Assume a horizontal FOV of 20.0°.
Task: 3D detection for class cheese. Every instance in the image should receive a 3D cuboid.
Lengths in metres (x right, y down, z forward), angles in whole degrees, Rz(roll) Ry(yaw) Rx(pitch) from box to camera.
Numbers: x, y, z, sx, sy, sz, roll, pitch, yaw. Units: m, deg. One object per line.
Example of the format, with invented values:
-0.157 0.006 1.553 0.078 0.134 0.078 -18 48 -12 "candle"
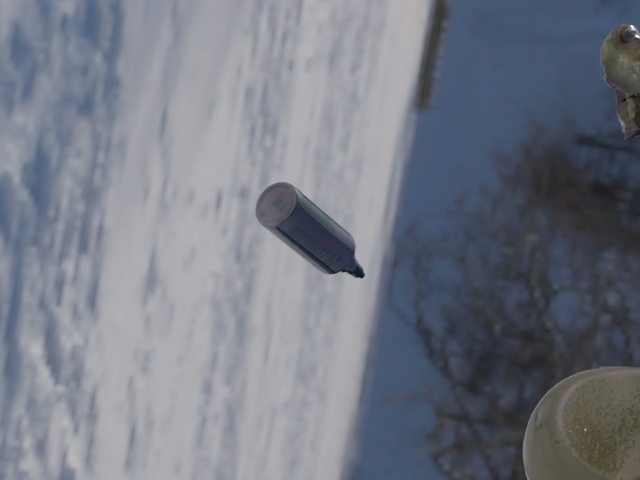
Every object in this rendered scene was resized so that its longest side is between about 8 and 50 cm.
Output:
0.281 0.213 1.740 0.202 0.175 0.091 -73 162 -50 "cheese"

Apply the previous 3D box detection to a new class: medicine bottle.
0.000 0.000 2.055 0.199 0.057 0.058 39 55 -49 "medicine bottle"

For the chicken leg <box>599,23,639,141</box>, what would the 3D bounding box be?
0.354 -0.084 1.695 0.361 0.140 0.211 -2 87 -53 "chicken leg"
